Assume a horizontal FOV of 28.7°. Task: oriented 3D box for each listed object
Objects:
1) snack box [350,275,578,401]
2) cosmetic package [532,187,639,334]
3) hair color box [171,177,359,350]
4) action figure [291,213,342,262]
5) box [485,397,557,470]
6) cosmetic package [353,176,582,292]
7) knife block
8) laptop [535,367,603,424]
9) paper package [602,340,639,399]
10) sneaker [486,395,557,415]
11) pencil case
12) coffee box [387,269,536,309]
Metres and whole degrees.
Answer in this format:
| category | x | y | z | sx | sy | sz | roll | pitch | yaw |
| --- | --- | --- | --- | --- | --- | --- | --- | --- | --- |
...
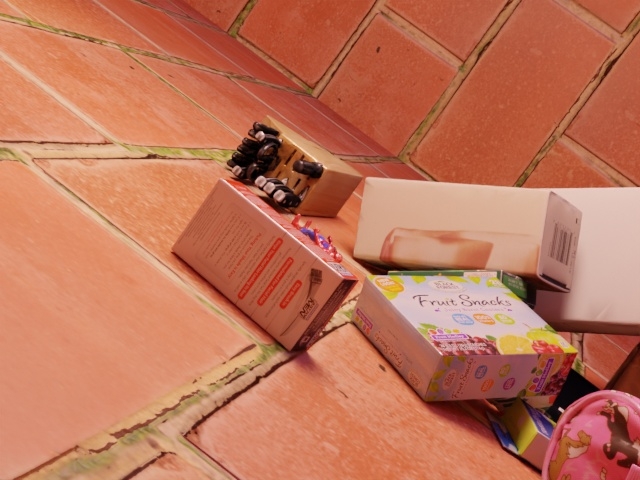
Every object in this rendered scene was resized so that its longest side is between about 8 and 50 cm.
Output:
| category | x | y | z | sx | sy | sz | roll | pitch | yaw |
| --- | --- | --- | --- | --- | --- | --- | --- | --- | --- |
| snack box | 0.168 | 0.112 | 1.481 | 0.207 | 0.070 | 0.174 | 4 | 27 | -33 |
| cosmetic package | 0.411 | 0.034 | 1.939 | 0.385 | 0.217 | 0.156 | -2 | -12 | 34 |
| hair color box | -0.056 | 0.024 | 1.254 | 0.167 | 0.093 | 0.053 | 40 | 11 | 19 |
| action figure | 0.000 | 0.000 | 1.754 | 0.038 | 0.030 | 0.115 | 33 | 11 | -43 |
| box | 0.285 | 0.253 | 1.475 | 0.178 | 0.042 | 0.109 | 34 | 9 | -12 |
| cosmetic package | 0.217 | -0.009 | 1.850 | 0.296 | 0.129 | 0.153 | 6 | -7 | 33 |
| knife block | -0.023 | -0.089 | 1.921 | 0.275 | 0.088 | 0.242 | 30 | 12 | -31 |
| laptop | 0.281 | 0.217 | 1.723 | 0.234 | 0.136 | 0.264 | 36 | 35 | 8 |
| paper package | 0.619 | 0.301 | 2.020 | 0.325 | 0.168 | 0.309 | 37 | 10 | 11 |
| sneaker | 0.220 | 0.189 | 1.537 | 0.161 | 0.075 | 0.057 | 2 | 31 | -20 |
| pencil case | 0.414 | 0.300 | 1.365 | 0.386 | 0.160 | 0.167 | 30 | 52 | -32 |
| coffee box | 0.196 | 0.070 | 1.764 | 0.184 | 0.040 | 0.113 | -3 | -14 | 36 |
